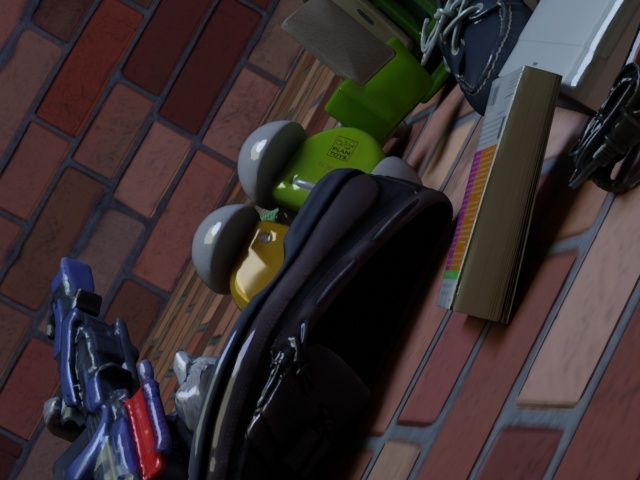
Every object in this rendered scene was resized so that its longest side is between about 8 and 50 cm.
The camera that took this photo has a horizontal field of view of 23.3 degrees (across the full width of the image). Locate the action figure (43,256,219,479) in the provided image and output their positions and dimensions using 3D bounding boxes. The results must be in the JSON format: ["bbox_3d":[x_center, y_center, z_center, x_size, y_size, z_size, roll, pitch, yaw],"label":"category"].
[{"bbox_3d":[-0.134,0.182,1.197,0.330,0.179,0.341,-53,37,37],"label":"action figure"}]

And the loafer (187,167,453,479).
[{"bbox_3d":[0.004,0.073,1.061,0.095,0.109,0.302,3,54,32],"label":"loafer"}]

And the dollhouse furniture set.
[{"bbox_3d":[-0.014,-0.112,1.433,0.197,0.151,0.301,-46,-3,-42],"label":"dollhouse furniture set"}]

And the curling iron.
[{"bbox_3d":[0.202,-0.143,0.820,0.274,0.035,0.068,-63,13,-10],"label":"curling iron"}]

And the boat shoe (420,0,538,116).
[{"bbox_3d":[0.124,-0.164,1.193,0.095,0.079,0.254,-56,10,26],"label":"boat shoe"}]

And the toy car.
[{"bbox_3d":[0.000,0.000,1.258,0.182,0.159,0.136,-63,-28,-14],"label":"toy car"}]

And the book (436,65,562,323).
[{"bbox_3d":[0.101,-0.027,0.915,0.096,0.035,0.144,-170,94,-84],"label":"book"}]

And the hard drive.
[{"bbox_3d":[0.220,-0.222,0.961,0.307,0.040,0.203,-60,8,5],"label":"hard drive"}]
